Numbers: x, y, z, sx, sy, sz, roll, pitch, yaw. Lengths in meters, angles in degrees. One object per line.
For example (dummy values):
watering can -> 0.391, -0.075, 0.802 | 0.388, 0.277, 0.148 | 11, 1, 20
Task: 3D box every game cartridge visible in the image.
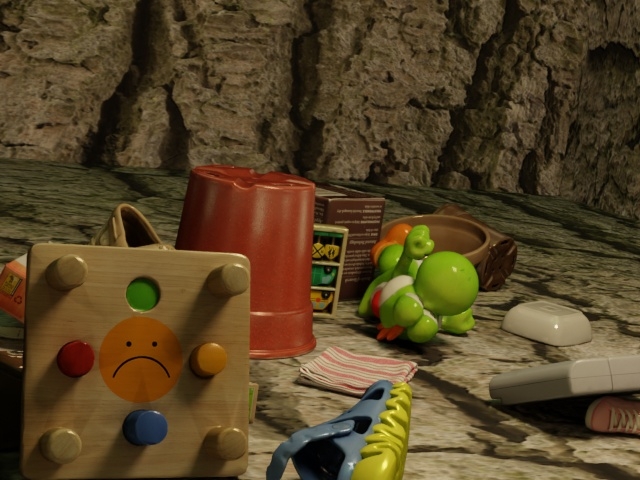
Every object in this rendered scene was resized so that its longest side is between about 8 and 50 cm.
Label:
game cartridge -> 0.421, 0.202, 1.796 | 0.297, 0.062, 0.198 | 1, -16, -34

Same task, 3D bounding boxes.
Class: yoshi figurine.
yoshi figurine -> 0.191, 0.074, 2.156 | 0.203, 0.203, 0.362 | 14, 13, -5

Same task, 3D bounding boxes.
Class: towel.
towel -> 0.059, 0.193, 1.836 | 0.144, 0.029, 0.197 | 11, 11, 15

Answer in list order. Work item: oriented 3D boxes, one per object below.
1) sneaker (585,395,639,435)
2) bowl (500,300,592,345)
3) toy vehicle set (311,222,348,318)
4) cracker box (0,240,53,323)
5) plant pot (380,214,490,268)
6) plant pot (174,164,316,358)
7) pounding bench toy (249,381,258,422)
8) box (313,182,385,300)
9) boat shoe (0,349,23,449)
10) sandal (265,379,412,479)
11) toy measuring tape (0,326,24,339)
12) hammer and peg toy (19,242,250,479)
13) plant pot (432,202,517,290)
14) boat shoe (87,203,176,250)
sneaker -> 0.439, 0.251, 1.735 | 0.134, 0.051, 0.070 | 5, 4, -39
bowl -> 0.423, 0.151, 2.284 | 0.142, 0.053, 0.142 | 16, 15, 42
toy vehicle set -> -0.094, 0.045, 2.156 | 0.267, 0.166, 0.035 | 5, 10, -13
cracker box -> -0.387, 0.082, 1.843 | 0.156, 0.067, 0.232 | 32, 8, -3
plant pot -> 0.227, 0.038, 2.519 | 0.237, 0.109, 0.237 | -1, 24, 0
plant pot -> -0.125, 0.024, 1.970 | 0.272, 0.265, 0.272 | 7, 10, -1
pounding bench toy -> -0.132, 0.200, 1.584 | 0.083, 0.052, 0.065 | 3, 11, -23
box -> 0.000, 0.000, 2.371 | 0.168, 0.203, 0.167 | 17, 13, 40
boat shoe -> -0.358, 0.181, 1.413 | 0.307, 0.110, 0.104 | 13, 1, -26
sandal -> 0.028, 0.230, 1.366 | 0.138, 0.126, 0.317 | 5, 8, 10
toy measuring tape -> -0.543, 0.075, 1.800 | 0.330, 0.121, 0.121 | 7, 10, -4
hammer and peg toy -> -0.250, 0.138, 1.334 | 0.361, 0.266, 0.127 | 2, -8, -23
plant pot -> 0.323, 0.023, 2.652 | 0.165, 0.167, 0.167 | 26, 19, 39
boat shoe -> -0.259, 0.054, 1.844 | 0.122, 0.110, 0.341 | 19, 17, -41
